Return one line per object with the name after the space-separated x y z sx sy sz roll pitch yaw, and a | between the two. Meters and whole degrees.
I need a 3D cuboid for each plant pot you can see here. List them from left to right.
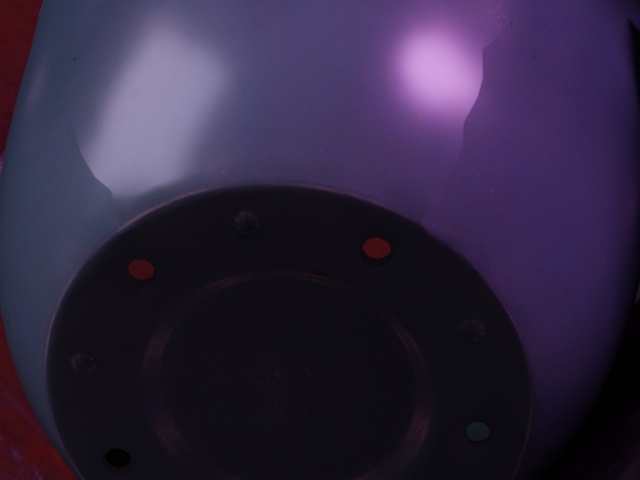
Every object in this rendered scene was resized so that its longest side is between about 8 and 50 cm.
0.000 0.000 0.815 0.293 0.293 0.235 -45 17 26 | plant pot
